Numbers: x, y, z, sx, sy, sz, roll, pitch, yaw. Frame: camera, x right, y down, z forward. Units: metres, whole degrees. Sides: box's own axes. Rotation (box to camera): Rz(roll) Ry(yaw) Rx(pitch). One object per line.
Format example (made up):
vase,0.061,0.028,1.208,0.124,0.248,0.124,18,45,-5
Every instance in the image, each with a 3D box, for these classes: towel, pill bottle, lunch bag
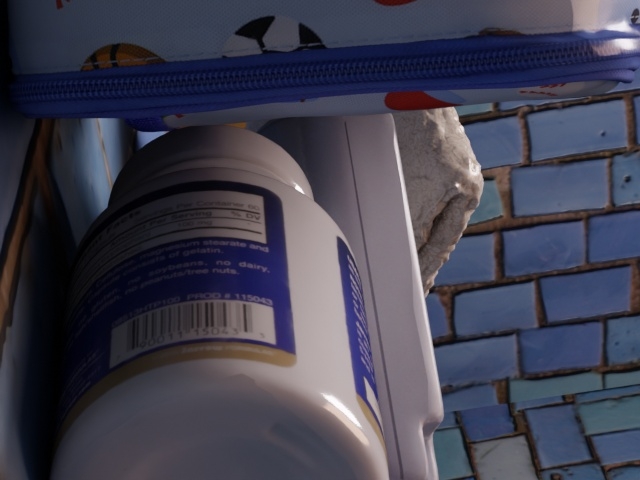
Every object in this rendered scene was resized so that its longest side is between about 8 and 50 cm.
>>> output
towel,0.000,0.000,1.016,0.282,0.049,0.187,-61,-144,40
pill bottle,-0.038,0.039,0.666,0.186,0.112,0.112,-96,177,-57
lunch bag,0.002,-0.105,0.723,0.303,0.243,0.115,-54,137,-81

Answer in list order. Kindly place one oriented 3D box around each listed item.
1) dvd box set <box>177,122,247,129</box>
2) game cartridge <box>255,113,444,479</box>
dvd box set,-0.089,-0.219,1.259,0.420,0.062,0.307,78,4,-63
game cartridge,-0.019,0.065,0.877,0.294,0.060,0.196,122,-32,-61
